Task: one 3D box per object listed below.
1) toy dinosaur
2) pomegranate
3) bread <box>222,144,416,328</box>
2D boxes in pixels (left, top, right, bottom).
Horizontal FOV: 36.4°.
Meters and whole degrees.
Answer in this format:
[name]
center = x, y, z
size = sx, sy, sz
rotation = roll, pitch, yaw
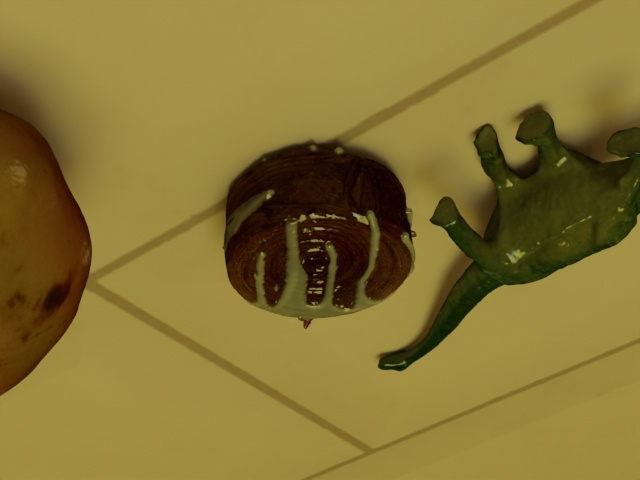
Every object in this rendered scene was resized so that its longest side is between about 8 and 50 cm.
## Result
[toy dinosaur]
center = 0.211, 0.011, 0.844
size = 0.447, 0.087, 0.301
rotation = -16, 142, 18
[pomegranate]
center = -0.255, 0.005, 0.636
size = 0.209, 0.209, 0.209
rotation = -7, 143, -5
[bread]
center = 0.000, 0.000, 0.783
size = 0.160, 0.073, 0.160
rotation = -6, 144, -5
